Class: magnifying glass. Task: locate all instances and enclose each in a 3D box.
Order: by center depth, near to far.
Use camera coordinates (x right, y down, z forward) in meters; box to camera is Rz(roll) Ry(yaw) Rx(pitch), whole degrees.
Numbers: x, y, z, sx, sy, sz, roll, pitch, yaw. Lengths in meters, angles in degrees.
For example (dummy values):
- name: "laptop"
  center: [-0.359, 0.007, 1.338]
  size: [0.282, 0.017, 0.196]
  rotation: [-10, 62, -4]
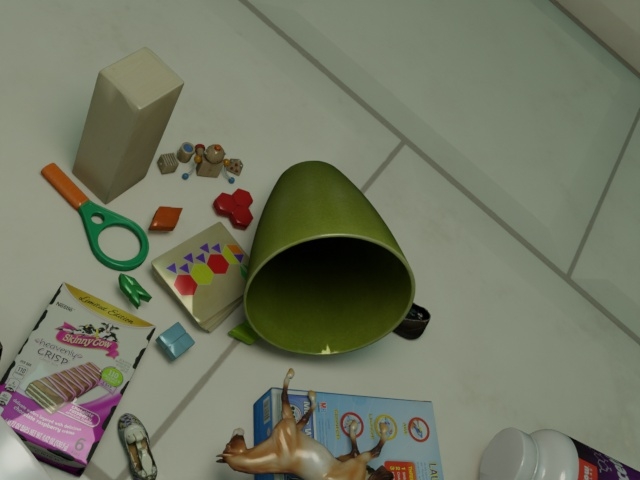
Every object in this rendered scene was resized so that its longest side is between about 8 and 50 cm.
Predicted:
- name: "magnifying glass"
  center: [-0.384, -0.041, 1.196]
  size: [0.231, 0.026, 0.092]
  rotation: [47, 51, 2]

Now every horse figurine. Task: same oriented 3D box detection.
- name: "horse figurine"
  center: [0.000, 0.312, 1.047]
  size: [0.263, 0.066, 0.174]
  rotation: [33, 45, -4]

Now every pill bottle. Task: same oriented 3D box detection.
- name: "pill bottle"
  center: [0.449, 0.451, 1.243]
  size: [0.323, 0.181, 0.181]
  rotation: [28, 52, -12]

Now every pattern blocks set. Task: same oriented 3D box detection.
- name: "pattern blocks set"
  center: [-0.190, 0.056, 1.229]
  size: [0.325, 0.026, 0.285]
  rotation: [-24, 78, -42]

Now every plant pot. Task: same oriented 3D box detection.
- name: "plant pot"
  center: [0.000, 0.000, 1.228]
  size: [0.275, 0.274, 0.293]
  rotation: [15, 37, -20]

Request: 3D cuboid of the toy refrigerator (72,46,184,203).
- name: "toy refrigerator"
  center: [-0.323, -0.183, 1.156]
  size: [0.094, 0.269, 0.102]
  rotation: [43, 51, 2]

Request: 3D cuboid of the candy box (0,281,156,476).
- name: "candy box"
  center: [-0.362, 0.197, 1.027]
  size: [0.159, 0.071, 0.233]
  rotation: [27, 51, -11]

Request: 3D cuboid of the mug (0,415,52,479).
- name: "mug"
  center: [-0.424, 0.368, 0.721]
  size: [0.374, 0.276, 0.328]
  rotation: [27, 49, 32]

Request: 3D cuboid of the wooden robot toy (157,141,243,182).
- name: "wooden robot toy"
  center: [-0.213, -0.162, 1.327]
  size: [0.173, 0.079, 0.076]
  rotation: [3, 60, -28]

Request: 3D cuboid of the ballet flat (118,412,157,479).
- name: "ballet flat"
  center: [-0.265, 0.303, 1.035]
  size: [0.041, 0.041, 0.114]
  rotation: [-10, 67, -33]

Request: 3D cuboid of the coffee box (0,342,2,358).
- name: "coffee box"
  center: [-0.590, 0.147, 0.901]
  size: [0.297, 0.119, 0.168]
  rotation: [-24, 74, -37]

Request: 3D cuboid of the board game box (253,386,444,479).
- name: "board game box"
  center: [0.051, 0.403, 1.116]
  size: [0.302, 0.086, 0.308]
  rotation: [11, 57, -23]

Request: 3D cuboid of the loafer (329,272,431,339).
- name: "loafer"
  center: [0.116, 0.110, 1.338]
  size: [0.220, 0.078, 0.080]
  rotation: [24, 52, -14]
